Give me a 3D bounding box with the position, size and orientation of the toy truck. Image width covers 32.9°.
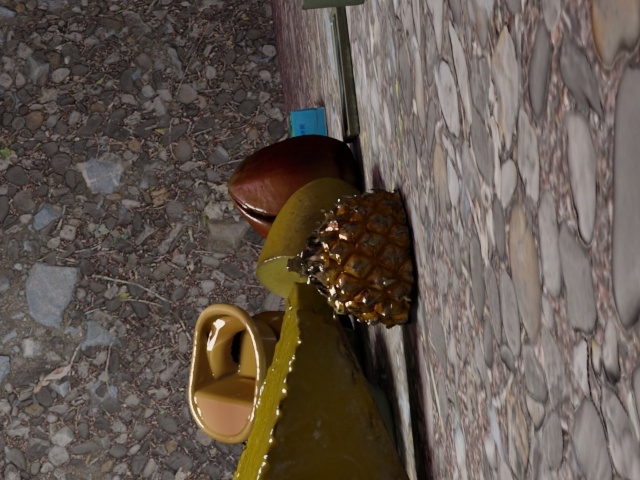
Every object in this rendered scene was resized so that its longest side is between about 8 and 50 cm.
[{"bbox_3d":[-0.091,0.242,1.860,0.204,0.212,0.288,3,95,48],"label":"toy truck"}]

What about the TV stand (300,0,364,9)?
[{"bbox_3d":[0.014,-0.367,1.208,0.269,0.083,0.088,91,174,-71],"label":"TV stand"}]

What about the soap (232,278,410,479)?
[{"bbox_3d":[-0.069,0.257,1.317,0.169,0.304,0.338,-148,35,-83],"label":"soap"}]

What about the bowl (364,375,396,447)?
[{"bbox_3d":[0.034,0.290,1.619,0.313,0.146,0.313,175,90,-88],"label":"bowl"}]

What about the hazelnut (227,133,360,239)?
[{"bbox_3d":[-0.040,-0.072,1.661,0.208,0.208,0.208,173,90,-87],"label":"hazelnut"}]

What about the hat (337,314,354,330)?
[{"bbox_3d":[-0.011,0.215,2.042,0.193,0.082,0.193,-17,-71,-59],"label":"hat"}]

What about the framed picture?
[{"bbox_3d":[0.034,-0.253,1.640,0.150,0.015,0.203,-179,83,-87],"label":"framed picture"}]

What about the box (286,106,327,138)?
[{"bbox_3d":[-0.025,-0.200,2.263,0.194,0.073,0.139,-147,50,-86],"label":"box"}]

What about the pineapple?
[{"bbox_3d":[0.029,0.026,1.237,0.176,0.137,0.161,-113,17,-81],"label":"pineapple"}]

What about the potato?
[{"bbox_3d":[0.011,-0.006,1.433,0.203,0.178,0.158,33,-121,-52],"label":"potato"}]

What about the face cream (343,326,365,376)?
[{"bbox_3d":[0.055,0.327,1.991,0.137,0.084,0.341,33,137,61],"label":"face cream"}]
